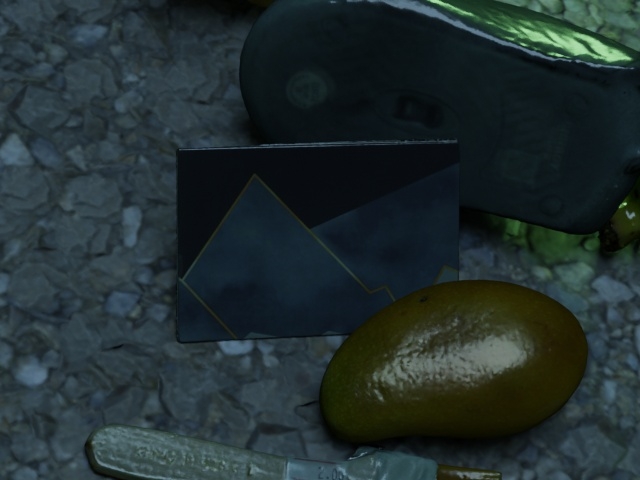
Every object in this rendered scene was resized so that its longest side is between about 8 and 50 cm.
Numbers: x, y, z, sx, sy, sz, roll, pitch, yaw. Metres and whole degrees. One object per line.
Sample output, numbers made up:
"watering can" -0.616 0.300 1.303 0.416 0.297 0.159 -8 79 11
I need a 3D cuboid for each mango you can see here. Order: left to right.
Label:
"mango" 0.107 0.101 1.446 0.228 0.099 0.136 -13 66 -10

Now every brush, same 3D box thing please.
"brush" -0.018 0.188 1.403 0.337 0.020 0.085 9 58 -8

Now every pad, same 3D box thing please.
"pad" 0.000 0.000 1.473 0.243 0.004 0.163 -3 99 -15

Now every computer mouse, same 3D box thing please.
"computer mouse" 0.118 -0.124 1.533 0.371 0.188 0.122 17 31 5

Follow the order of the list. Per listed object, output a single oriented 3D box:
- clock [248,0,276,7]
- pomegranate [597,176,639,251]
"clock" -0.051 -0.387 1.616 0.200 0.244 0.317 -23 58 25
"pomegranate" 0.328 -0.043 1.566 0.169 0.122 0.143 -19 94 -26
